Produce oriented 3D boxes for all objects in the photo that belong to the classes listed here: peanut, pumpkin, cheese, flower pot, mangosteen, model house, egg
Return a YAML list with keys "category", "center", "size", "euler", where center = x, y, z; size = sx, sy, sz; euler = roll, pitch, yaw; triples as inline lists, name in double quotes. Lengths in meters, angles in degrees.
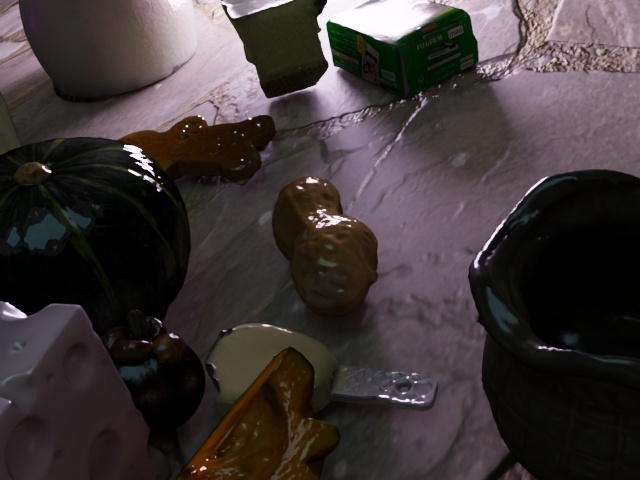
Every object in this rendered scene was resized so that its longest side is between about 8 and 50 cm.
- category: "peanut"
  center: [0.000, 0.000, 0.954]
  size: [0.117, 0.101, 0.263]
  euler: [0, 29, -21]
- category: "pumpkin"
  center: [-0.071, 0.239, 0.695]
  size: [0.130, 0.149, 0.254]
  euler: [38, 59, 2]
- category: "cheese"
  center: [-0.005, 0.148, 0.802]
  size: [0.255, 0.050, 0.127]
  euler: [3, 41, 24]
- category: "flower pot"
  center: [0.280, 0.077, 0.656]
  size: [0.302, 0.213, 0.302]
  euler: [-10, 38, 8]
- category: "pumpkin"
  center: [-0.313, 0.013, 0.927]
  size: [0.323, 0.241, 0.323]
  euler: [-11, 31, 7]
- category: "mangosteen"
  center: [-0.189, 0.139, 0.810]
  size: [0.140, 0.140, 0.140]
  euler: [-10, 37, 8]
- category: "model house"
  center: [-0.063, -0.378, 1.382]
  size: [0.195, 0.189, 0.214]
  euler: [-18, 36, -3]
- category: "egg"
  center: [-0.458, -0.516, 1.583]
  size: [0.354, 0.340, 0.354]
  euler: [-9, 39, 7]

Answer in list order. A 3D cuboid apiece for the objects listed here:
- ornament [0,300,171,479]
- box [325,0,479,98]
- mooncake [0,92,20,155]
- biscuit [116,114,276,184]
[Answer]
- category: "ornament"
  center: [-0.317, 0.216, 0.671]
  size: [0.240, 0.239, 0.239]
  euler: [0, 40, 20]
- category: "box"
  center: [0.140, -0.355, 1.354]
  size: [0.180, 0.103, 0.250]
  euler: [-29, 37, -17]
- category: "mooncake"
  center: [-0.716, -0.162, 1.343]
  size: [0.356, 0.194, 0.356]
  euler: [-7, 36, 5]
- category: "biscuit"
  center: [-0.220, -0.144, 1.258]
  size: [0.301, 0.049, 0.197]
  euler: [-1, 35, 19]
